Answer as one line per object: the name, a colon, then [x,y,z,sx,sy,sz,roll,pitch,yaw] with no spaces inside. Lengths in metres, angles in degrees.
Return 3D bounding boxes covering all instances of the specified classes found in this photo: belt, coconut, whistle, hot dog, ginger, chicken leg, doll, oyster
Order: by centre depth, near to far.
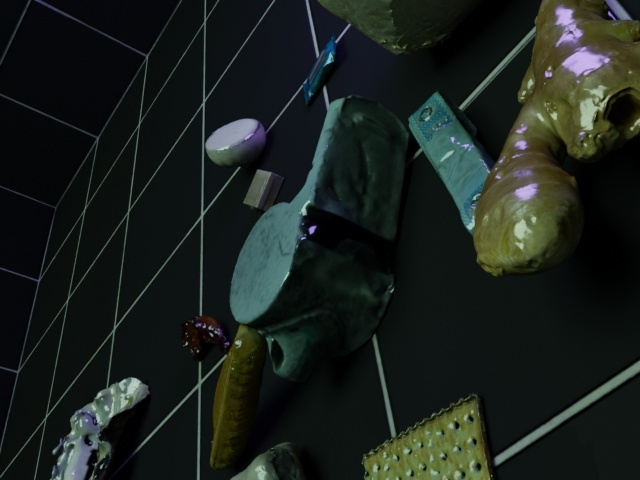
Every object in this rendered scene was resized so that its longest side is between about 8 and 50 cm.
ginger: [0.265,-0.137,0.770,0.363,0.122,0.348,-50,22,10]
belt: [0.187,-0.090,0.926,0.072,0.087,0.302,-40,36,19]
doll: [-0.086,0.370,1.030,0.192,0.095,0.149,-51,33,20]
whistle: [0.017,-0.006,1.059,0.404,0.168,0.188,-63,27,8]
coconut: [0.149,-0.457,1.078,0.309,0.298,0.297,-47,33,35]
hot dog: [-0.128,0.248,1.150,0.083,0.068,0.288,-103,25,-54]
chicken leg: [-0.230,0.192,1.465,0.205,0.053,0.093,-26,70,60]
oyster: [-0.497,0.482,1.645,0.238,0.115,0.351,-24,53,40]

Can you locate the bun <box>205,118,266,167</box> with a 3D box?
bun: [-0.180,-0.203,1.639,0.138,0.094,0.138,-16,32,10]

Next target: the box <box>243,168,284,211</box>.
box: [-0.117,-0.099,1.506,0.079,0.035,0.083,23,90,62]

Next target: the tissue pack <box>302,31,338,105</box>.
tissue pack: [0.003,-0.349,1.503,0.138,0.028,0.085,-53,27,33]

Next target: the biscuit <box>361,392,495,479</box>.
biscuit: [0.118,0.271,0.833,0.203,0.016,0.144,-43,35,35]
